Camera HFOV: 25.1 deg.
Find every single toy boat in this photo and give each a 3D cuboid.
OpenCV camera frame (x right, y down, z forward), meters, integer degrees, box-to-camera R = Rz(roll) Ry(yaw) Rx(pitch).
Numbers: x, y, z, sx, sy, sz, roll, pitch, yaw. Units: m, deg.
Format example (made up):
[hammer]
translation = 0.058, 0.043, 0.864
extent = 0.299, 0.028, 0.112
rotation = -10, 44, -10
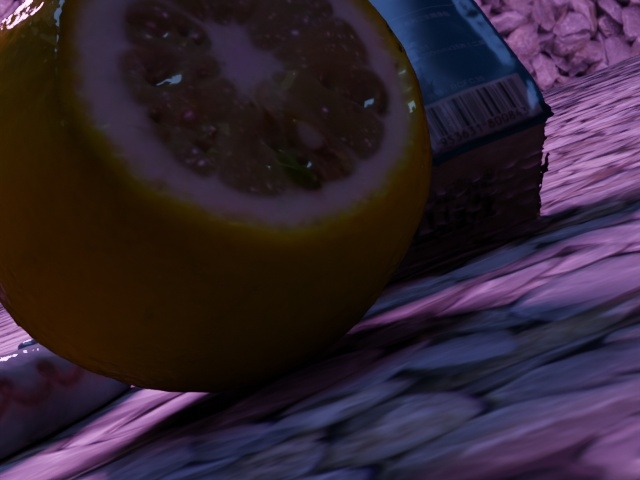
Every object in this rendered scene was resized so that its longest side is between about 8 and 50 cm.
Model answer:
[toy boat]
translation = -0.212, 0.092, 0.870
extent = 0.134, 0.079, 0.207
rotation = -14, 7, 40

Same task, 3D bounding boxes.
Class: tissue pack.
[tissue pack]
translation = -0.004, -0.062, 0.975
extent = 0.271, 0.192, 0.134
rotation = -21, -37, -9

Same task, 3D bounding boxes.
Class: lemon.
[lemon]
translation = -0.074, -0.030, 0.756
extent = 0.240, 0.240, 0.219
rotation = -24, -16, -36
